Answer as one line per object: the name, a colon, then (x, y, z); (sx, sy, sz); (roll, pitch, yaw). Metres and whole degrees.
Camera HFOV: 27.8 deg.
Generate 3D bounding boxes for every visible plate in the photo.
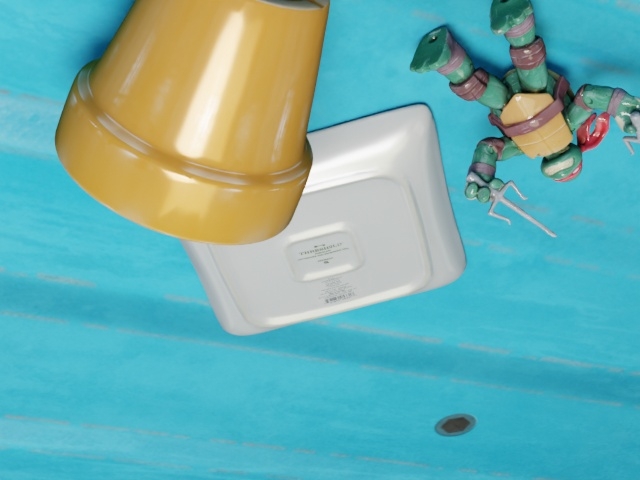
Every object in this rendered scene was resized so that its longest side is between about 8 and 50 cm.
plate: (0.000, 0.000, 1.299); (0.277, 0.045, 0.278); (-15, 141, 5)

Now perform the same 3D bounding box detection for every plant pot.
plant pot: (-0.084, -0.130, 1.017); (0.205, 0.205, 0.188); (10, 122, -24)

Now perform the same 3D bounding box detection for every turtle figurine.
turtle figurine: (0.190, -0.106, 1.156); (0.175, 0.118, 0.234); (-37, 120, 9)
